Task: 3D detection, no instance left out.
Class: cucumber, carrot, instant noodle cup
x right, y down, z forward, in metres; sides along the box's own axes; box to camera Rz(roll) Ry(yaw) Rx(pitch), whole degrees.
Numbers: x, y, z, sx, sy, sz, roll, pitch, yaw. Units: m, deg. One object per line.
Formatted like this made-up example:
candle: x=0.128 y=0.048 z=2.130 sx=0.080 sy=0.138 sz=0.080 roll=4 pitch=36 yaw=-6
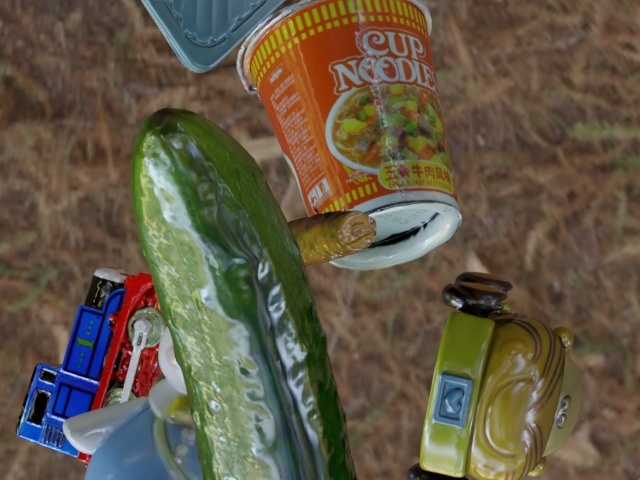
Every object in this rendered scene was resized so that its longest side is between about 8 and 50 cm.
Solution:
cucumber: x=-0.019 y=0.057 z=0.555 sx=0.056 sy=0.056 sz=0.250 roll=-11 pitch=124 yaw=0
carrot: x=0.000 y=0.000 z=1.191 sx=0.042 sy=0.171 sz=0.042 roll=1 pitch=85 yaw=-18
instant noodle cup: x=0.037 y=-0.093 z=1.477 sx=0.193 sy=0.212 sz=0.193 roll=-12 pitch=156 yaw=-6
instant noodle cup: x=-0.116 y=-0.280 z=1.645 sx=0.179 sy=0.070 sz=0.157 roll=-45 pitch=127 yaw=-17

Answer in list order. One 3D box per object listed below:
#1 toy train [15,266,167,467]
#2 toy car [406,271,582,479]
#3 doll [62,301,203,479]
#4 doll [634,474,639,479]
toy train: x=-0.220 y=0.126 z=1.654 sx=0.131 sy=0.083 sz=0.204 roll=17 pitch=88 yaw=20
toy car: x=0.172 y=0.140 z=1.508 sx=0.142 sy=0.248 sz=0.200 roll=11 pitch=99 yaw=10
doll: x=-0.085 y=0.121 z=1.047 sx=0.135 sy=0.099 sz=0.241 roll=19 pitch=89 yaw=29
doll: x=0.334 y=0.194 z=0.834 sx=0.370 sy=0.215 sz=0.226 roll=32 pitch=148 yaw=13
